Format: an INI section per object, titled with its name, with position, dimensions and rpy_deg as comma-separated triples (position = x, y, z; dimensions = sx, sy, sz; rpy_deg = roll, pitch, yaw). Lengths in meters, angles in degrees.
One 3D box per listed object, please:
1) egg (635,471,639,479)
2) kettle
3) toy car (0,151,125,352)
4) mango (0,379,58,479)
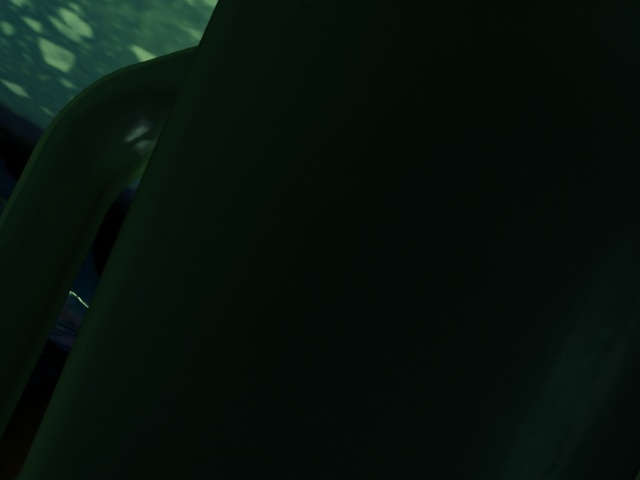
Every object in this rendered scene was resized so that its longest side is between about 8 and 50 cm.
[egg]
position = 0.010, 0.085, 0.652
dimensions = 0.201, 0.201, 0.244
rpy_deg = 40, 165, -28
[kettle]
position = 0.000, 0.000, 0.429
dimensions = 0.210, 0.243, 0.160
rpy_deg = 13, 153, 33
[toy car]
position = -0.160, -0.007, 0.806
dimensions = 0.216, 0.063, 0.103
rpy_deg = 33, 157, -13
[mango]
position = -0.082, 0.167, 1.010
dimensions = 0.295, 0.120, 0.177
rpy_deg = 13, 154, 29
